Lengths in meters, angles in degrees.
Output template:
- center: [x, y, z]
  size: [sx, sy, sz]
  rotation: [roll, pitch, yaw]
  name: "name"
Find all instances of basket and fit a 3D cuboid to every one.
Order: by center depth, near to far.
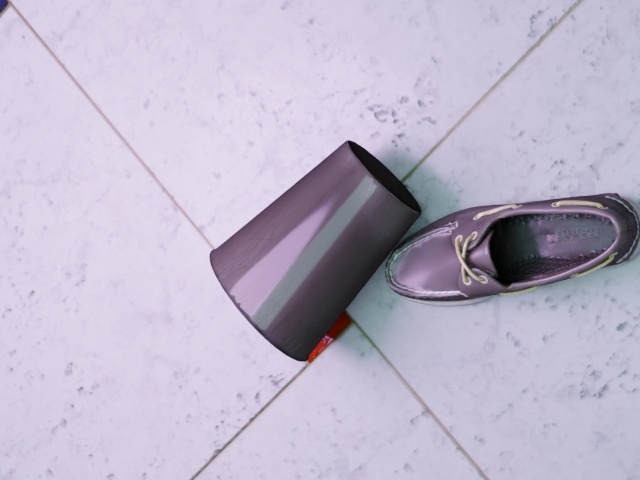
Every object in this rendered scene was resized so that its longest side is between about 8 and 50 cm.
- center: [0.000, 0.000, 1.949]
  size: [0.227, 0.154, 0.204]
  rotation: [-46, 42, 11]
  name: "basket"

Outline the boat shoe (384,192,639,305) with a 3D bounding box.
- center: [0.216, 0.011, 1.881]
  size: [0.324, 0.096, 0.117]
  rotation: [-10, 87, 23]
  name: "boat shoe"
